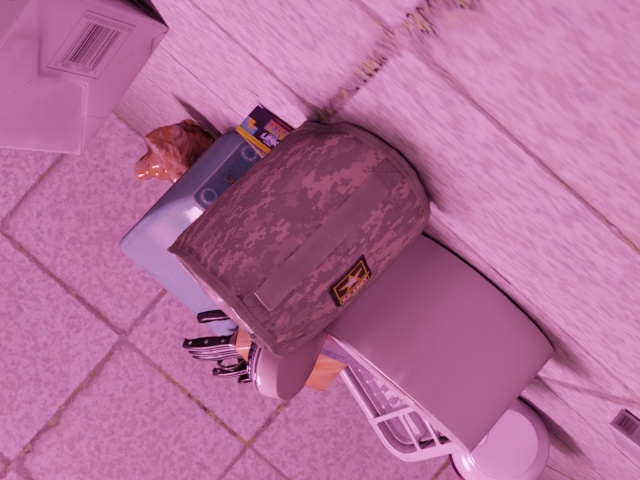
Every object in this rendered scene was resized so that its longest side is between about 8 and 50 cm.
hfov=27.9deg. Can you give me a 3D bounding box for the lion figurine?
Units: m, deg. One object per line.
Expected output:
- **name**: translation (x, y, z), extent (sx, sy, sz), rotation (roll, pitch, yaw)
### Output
- **lion figurine**: translation (-0.183, -0.094, 2.402), extent (0.392, 0.142, 0.240), rotation (37, -177, -28)

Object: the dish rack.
- **dish rack**: translation (0.128, 0.181, 2.029), extent (0.333, 0.072, 0.285), rotation (57, 147, -2)

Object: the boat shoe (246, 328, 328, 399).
- **boat shoe**: translation (-0.072, 0.090, 1.653), extent (0.158, 0.127, 0.340), rotation (11, -158, 12)

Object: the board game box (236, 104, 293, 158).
- **board game box**: translation (-0.020, -0.092, 1.709), extent (0.141, 0.048, 0.170), rotation (40, 176, 33)

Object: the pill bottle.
- **pill bottle**: translation (0.332, 0.386, 2.417), extent (0.181, 0.181, 0.323), rotation (40, 175, 10)

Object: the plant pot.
- **plant pot**: translation (-0.141, -0.033, 2.095), extent (0.247, 0.248, 0.252), rotation (41, 154, -2)

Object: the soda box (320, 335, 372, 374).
- **soda box**: translation (0.126, 0.149, 1.833), extent (0.263, 0.092, 0.083), rotation (21, -147, -2)

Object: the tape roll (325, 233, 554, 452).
- **tape roll**: translation (0.150, 0.127, 1.631), extent (0.246, 0.169, 0.246), rotation (41, 176, 4)

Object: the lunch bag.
- **lunch bag**: translation (-0.018, -0.002, 1.393), extent (0.169, 0.235, 0.287), rotation (48, 174, -13)

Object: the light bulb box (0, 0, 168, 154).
- **light bulb box**: translation (-0.445, -0.304, 1.599), extent (0.361, 0.225, 0.358), rotation (40, -169, 12)

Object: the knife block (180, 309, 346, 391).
- **knife block**: translation (-0.076, 0.143, 2.000), extent (0.242, 0.088, 0.275), rotation (17, 148, -13)

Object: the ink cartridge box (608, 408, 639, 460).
- **ink cartridge box**: translation (0.403, 0.253, 1.630), extent (0.063, 0.029, 0.115), rotation (38, 175, 26)
